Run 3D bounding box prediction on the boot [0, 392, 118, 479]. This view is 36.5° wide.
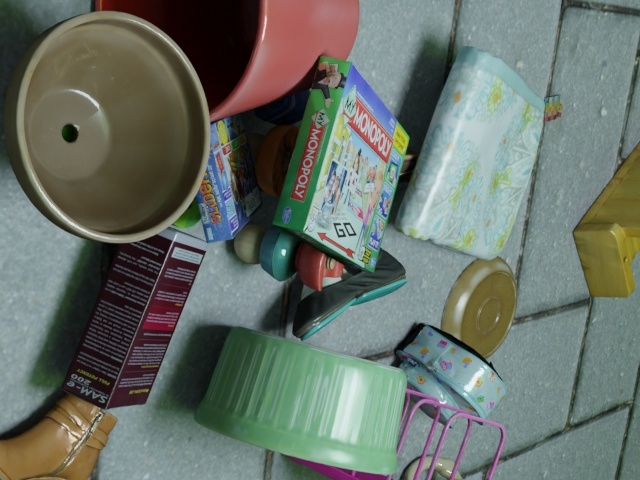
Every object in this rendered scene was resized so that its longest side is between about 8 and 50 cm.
[{"bbox_3d":[-0.356,0.248,1.241,0.152,0.073,0.197,-57,141,-20],"label":"boot"}]

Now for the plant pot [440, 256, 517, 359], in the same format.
[{"bbox_3d":[0.326,0.145,1.936,0.236,0.032,0.236,-18,116,-41],"label":"plant pot"}]

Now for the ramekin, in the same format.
[{"bbox_3d":[-0.020,0.228,1.418,0.303,0.303,0.148,22,80,-48],"label":"ramekin"}]

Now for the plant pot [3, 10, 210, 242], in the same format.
[{"bbox_3d":[-0.240,-0.117,1.032,0.237,0.110,0.237,-3,94,-45],"label":"plant pot"}]

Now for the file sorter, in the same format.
[{"bbox_3d":[0.129,0.336,1.613,0.202,0.291,0.182,27,82,-48],"label":"file sorter"}]

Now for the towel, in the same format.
[{"bbox_3d":[0.275,-0.134,1.687,0.374,0.090,0.320,16,92,-60],"label":"towel"}]

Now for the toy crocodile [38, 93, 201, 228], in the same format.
[{"bbox_3d":[-0.238,-0.092,1.195,0.340,0.115,0.105,21,89,-48],"label":"toy crocodile"}]

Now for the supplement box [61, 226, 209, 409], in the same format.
[{"bbox_3d":[-0.237,0.095,1.264,0.130,0.073,0.239,31,80,-76],"label":"supplement box"}]

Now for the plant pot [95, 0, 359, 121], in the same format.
[{"bbox_3d":[-0.097,-0.280,1.187,0.243,0.275,0.275,-15,115,-54],"label":"plant pot"}]

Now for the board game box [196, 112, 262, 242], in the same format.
[{"bbox_3d":[-0.119,-0.085,1.216,0.201,0.035,0.136,-61,139,-76],"label":"board game box"}]

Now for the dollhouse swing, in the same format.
[{"bbox_3d":[0.794,-0.045,2.151,0.347,0.305,0.315,-48,133,-24],"label":"dollhouse swing"}]

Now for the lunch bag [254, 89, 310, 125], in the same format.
[{"bbox_3d":[-0.059,-0.207,1.357,0.065,0.067,0.098,17,57,-47],"label":"lunch bag"}]

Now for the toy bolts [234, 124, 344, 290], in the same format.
[{"bbox_3d":[-0.035,-0.056,1.409,0.218,0.158,0.228,-20,120,-67],"label":"toy bolts"}]

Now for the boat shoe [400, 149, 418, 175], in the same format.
[{"bbox_3d":[0.069,-0.114,1.544,0.207,0.073,0.073,-5,110,-38],"label":"boat shoe"}]

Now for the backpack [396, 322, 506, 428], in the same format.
[{"bbox_3d":[0.237,0.256,1.767,0.144,0.188,0.166,-52,136,-19],"label":"backpack"}]

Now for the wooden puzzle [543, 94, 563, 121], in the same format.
[{"bbox_3d":[0.463,-0.265,1.943,0.083,0.006,0.049,-18,117,-41],"label":"wooden puzzle"}]

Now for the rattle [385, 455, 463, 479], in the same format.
[{"bbox_3d":[0.176,0.504,1.916,0.200,0.143,0.130,-14,82,-27],"label":"rattle"}]

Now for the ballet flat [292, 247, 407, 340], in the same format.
[{"bbox_3d":[0.030,0.076,1.561,0.280,0.095,0.096,-23,77,-50],"label":"ballet flat"}]

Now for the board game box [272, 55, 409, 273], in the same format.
[{"bbox_3d":[0.038,-0.086,1.285,0.317,0.046,0.213,30,75,-69],"label":"board game box"}]
